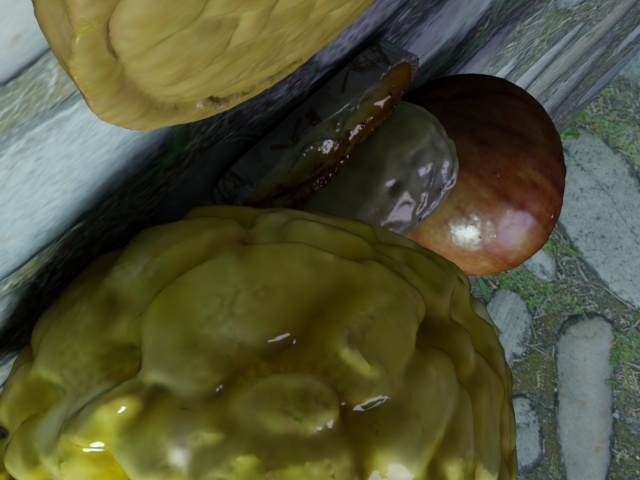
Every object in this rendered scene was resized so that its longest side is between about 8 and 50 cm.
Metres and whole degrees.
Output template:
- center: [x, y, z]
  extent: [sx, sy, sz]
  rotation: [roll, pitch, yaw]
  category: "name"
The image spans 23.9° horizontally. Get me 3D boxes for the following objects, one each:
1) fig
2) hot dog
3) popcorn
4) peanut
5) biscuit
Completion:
- center: [0.120, -0.061, 1.368]
  extent: [0.205, 0.205, 0.205]
  rotation: [-42, 172, -7]
  category: "fig"
- center: [-0.004, -0.071, 1.108]
  extent: [0.192, 0.053, 0.099]
  rotation: [-42, 169, -10]
  category: "hot dog"
- center: [-0.036, 0.135, 1.044]
  extent: [0.354, 0.344, 0.390]
  rotation: [-48, 146, -42]
  category: "popcorn"
- center: [0.000, 0.000, 1.251]
  extent: [0.290, 0.130, 0.130]
  rotation: [-49, 170, 27]
  category: "peanut"
- center: [0.031, -0.183, 0.647]
  extent: [0.365, 0.062, 0.385]
  rotation: [-44, 172, 4]
  category: "biscuit"
